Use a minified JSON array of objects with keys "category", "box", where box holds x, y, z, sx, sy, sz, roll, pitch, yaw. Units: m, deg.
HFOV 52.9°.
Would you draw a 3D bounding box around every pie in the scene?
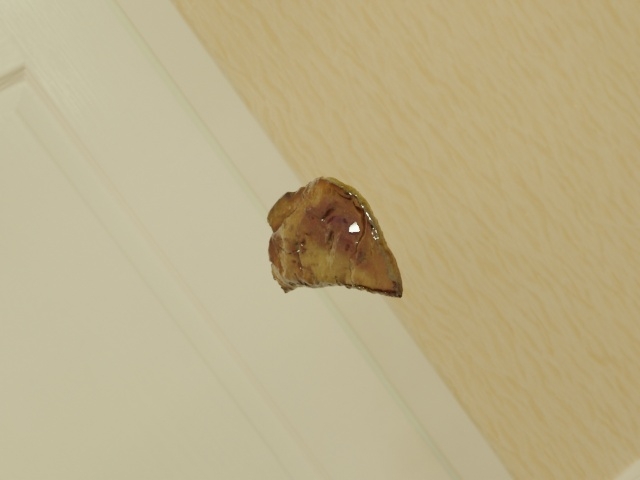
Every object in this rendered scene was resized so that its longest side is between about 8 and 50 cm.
[{"category":"pie","box":[0.000,0.000,0.475,0.034,0.092,0.170,-9,-1,-31]}]
